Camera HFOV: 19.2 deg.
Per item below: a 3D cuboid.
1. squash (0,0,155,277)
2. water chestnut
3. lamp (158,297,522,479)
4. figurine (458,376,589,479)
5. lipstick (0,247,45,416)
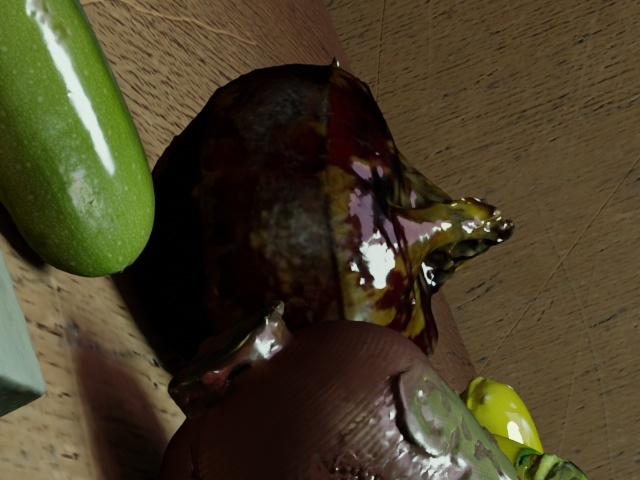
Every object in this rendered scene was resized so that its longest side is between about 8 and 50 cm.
[{"bbox_3d":[-0.168,-0.120,0.905,0.094,0.094,0.341,-97,164,-64],"label":"squash"},{"bbox_3d":[0.000,0.000,1.177,0.223,0.238,0.223,-13,90,-85],"label":"water chestnut"},{"bbox_3d":[0.019,0.155,0.987,0.258,0.180,0.180,52,10,-6],"label":"lamp"},{"bbox_3d":[0.120,0.271,1.261,0.340,0.231,0.323,53,39,-31],"label":"figurine"},{"bbox_3d":[-0.198,-0.104,0.677,0.076,0.080,0.371,44,23,-72],"label":"lipstick"}]
